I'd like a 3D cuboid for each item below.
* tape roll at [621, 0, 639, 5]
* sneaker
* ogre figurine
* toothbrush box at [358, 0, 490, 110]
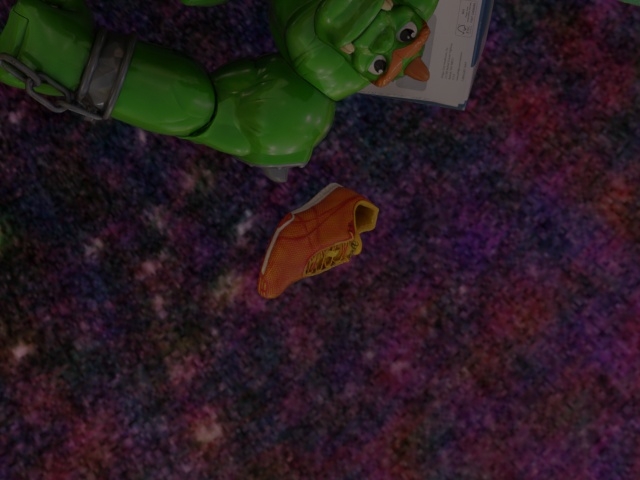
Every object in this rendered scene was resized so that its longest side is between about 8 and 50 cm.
[{"bbox_3d":[0.370,-0.354,0.903,0.321,0.077,0.321,-9,150,-5],"label":"tape roll"},{"bbox_3d":[0.000,0.000,0.936,0.175,0.067,0.064,-45,154,-43],"label":"sneaker"},{"bbox_3d":[-0.010,-0.105,0.346,0.118,0.097,0.197,37,85,-24],"label":"ogre figurine"},{"bbox_3d":[0.129,-0.293,1.078,0.295,0.126,0.216,-61,160,-61],"label":"toothbrush box"}]
